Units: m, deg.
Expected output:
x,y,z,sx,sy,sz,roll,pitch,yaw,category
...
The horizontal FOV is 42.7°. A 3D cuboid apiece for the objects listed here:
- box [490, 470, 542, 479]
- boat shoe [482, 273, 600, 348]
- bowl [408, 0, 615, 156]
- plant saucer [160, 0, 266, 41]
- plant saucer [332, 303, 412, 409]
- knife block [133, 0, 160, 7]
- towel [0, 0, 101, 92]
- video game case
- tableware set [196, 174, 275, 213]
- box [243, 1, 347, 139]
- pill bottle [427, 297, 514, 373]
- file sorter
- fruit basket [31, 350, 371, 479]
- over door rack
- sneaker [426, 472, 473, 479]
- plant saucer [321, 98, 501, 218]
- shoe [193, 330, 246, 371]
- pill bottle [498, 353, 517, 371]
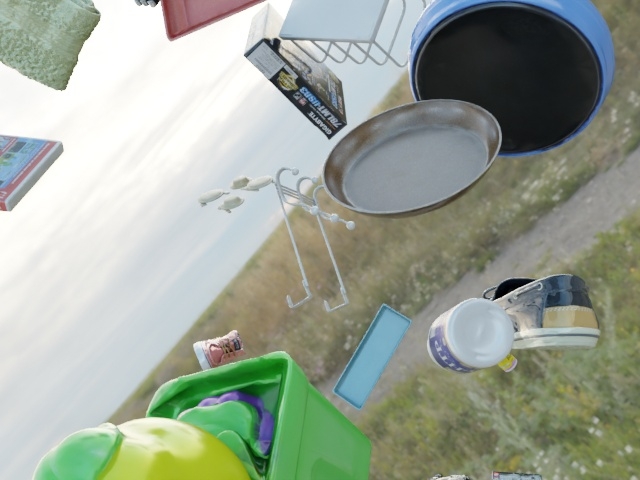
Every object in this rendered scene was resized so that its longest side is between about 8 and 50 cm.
x,y,z,sx,sy,sz,roll,pitch,yaw,category
0.373,0.492,1.591,0.137,0.093,0.027,87,-173,-49,box
0.444,0.161,1.772,0.500,0.186,0.156,134,137,-78,boat shoe
0.355,-0.318,1.564,0.391,0.391,0.077,-47,18,48,bowl
-0.164,-0.481,1.331,0.258,0.259,0.047,-12,-4,34,plant saucer
0.098,0.216,1.521,0.192,0.067,0.018,-60,-25,0,plant saucer
-0.282,-0.562,1.453,0.275,0.242,0.088,-32,-24,19,knife block
-0.311,-0.229,0.842,0.110,0.148,0.027,-57,9,19,towel
-0.626,-0.131,1.437,0.204,0.285,0.025,-71,-15,-51,video game case
-0.190,-0.109,1.839,0.168,0.020,0.141,-32,28,-27,tableware set
-0.057,-0.423,2.029,0.073,0.293,0.295,-36,27,20,box
0.242,0.166,1.374,0.112,0.112,0.187,-50,-4,-15,pill bottle
0.083,-0.521,1.922,0.277,0.173,0.193,14,81,40,file sorter
-0.132,0.275,0.742,0.283,0.392,0.392,-22,21,42,fruit basket
0.000,0.000,1.936,0.108,0.324,0.239,-12,-13,23,over door rack
0.256,0.484,1.516,0.124,0.107,0.283,-41,11,-22,sneaker
0.155,-0.133,1.395,0.310,0.050,0.311,-13,39,11,plant saucer
-0.196,0.214,1.613,0.081,0.064,0.178,-23,-2,-2,shoe
0.460,0.294,2.093,0.043,0.083,0.043,-45,13,13,pill bottle
